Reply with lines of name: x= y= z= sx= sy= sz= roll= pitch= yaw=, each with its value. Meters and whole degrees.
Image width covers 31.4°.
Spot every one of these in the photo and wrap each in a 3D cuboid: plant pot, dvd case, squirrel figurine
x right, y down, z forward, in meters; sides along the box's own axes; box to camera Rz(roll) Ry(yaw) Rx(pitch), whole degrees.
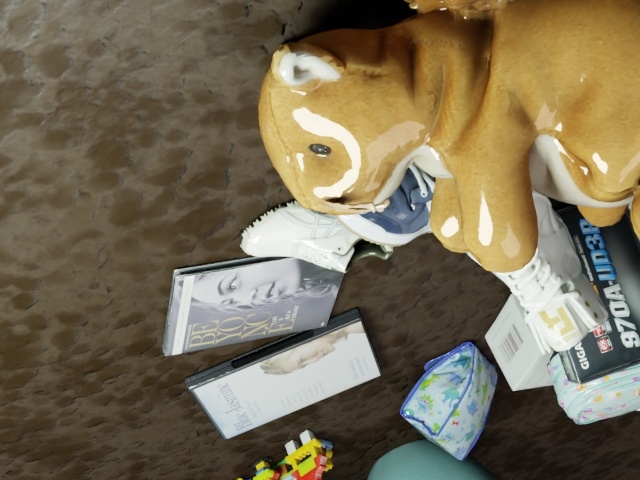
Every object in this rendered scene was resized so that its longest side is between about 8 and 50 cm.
plant pot: x=0.182 y=0.451 z=1.911 sx=0.290 sy=0.195 sz=0.290 roll=-15 pitch=146 yaw=-11
dvd case: x=-0.045 y=0.189 z=1.577 sx=0.253 sy=0.022 sz=0.180 roll=-22 pitch=146 yaw=-1
dvd case: x=-0.080 y=0.074 z=1.403 sx=0.221 sy=0.018 sz=0.164 roll=-8 pitch=144 yaw=-20
squirrel figurine: x=0.134 y=-0.174 z=1.011 sx=0.370 sy=0.281 sz=0.397 roll=4 pitch=105 yaw=1

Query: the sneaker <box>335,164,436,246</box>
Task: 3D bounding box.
sneaker: x=0.146 y=-0.075 z=1.257 sx=0.282 sy=0.099 sz=0.153 roll=0 pitch=145 yaw=-40

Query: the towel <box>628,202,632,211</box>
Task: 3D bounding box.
towel: x=0.514 y=-0.033 z=1.366 sx=0.235 sy=0.283 sz=0.121 roll=-9 pitch=143 yaw=-22

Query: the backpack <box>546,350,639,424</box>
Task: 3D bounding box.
backpack: x=0.405 y=0.175 z=1.551 sx=0.182 sy=0.115 sz=0.152 roll=-16 pitch=142 yaw=-1

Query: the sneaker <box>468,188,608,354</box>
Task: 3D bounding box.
sneaker: x=0.240 y=0.036 z=1.249 sx=0.108 sy=0.169 sz=0.292 roll=-33 pitch=155 yaw=22

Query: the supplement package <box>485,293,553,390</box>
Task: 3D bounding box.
supplement package: x=0.354 y=0.140 z=1.667 sx=0.179 sy=0.105 sz=0.105 roll=-4 pitch=140 yaw=-25

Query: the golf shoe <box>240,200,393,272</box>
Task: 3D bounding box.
golf shoe: x=0.000 y=0.000 z=1.290 sx=0.176 sy=0.086 sz=0.069 roll=-13 pitch=146 yaw=-12

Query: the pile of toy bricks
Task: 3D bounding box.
pile of toy bricks: x=-0.051 y=0.400 z=1.788 sx=0.212 sy=0.105 sz=0.118 roll=-37 pitch=144 yaw=20

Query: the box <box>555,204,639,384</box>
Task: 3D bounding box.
box: x=0.370 y=0.054 z=1.467 sx=0.175 sy=0.220 sz=0.051 roll=-18 pitch=177 yaw=-6

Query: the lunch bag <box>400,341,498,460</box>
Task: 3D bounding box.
lunch bag: x=0.206 y=0.237 z=1.727 sx=0.151 sy=0.096 sz=0.129 roll=-54 pitch=145 yaw=-7
